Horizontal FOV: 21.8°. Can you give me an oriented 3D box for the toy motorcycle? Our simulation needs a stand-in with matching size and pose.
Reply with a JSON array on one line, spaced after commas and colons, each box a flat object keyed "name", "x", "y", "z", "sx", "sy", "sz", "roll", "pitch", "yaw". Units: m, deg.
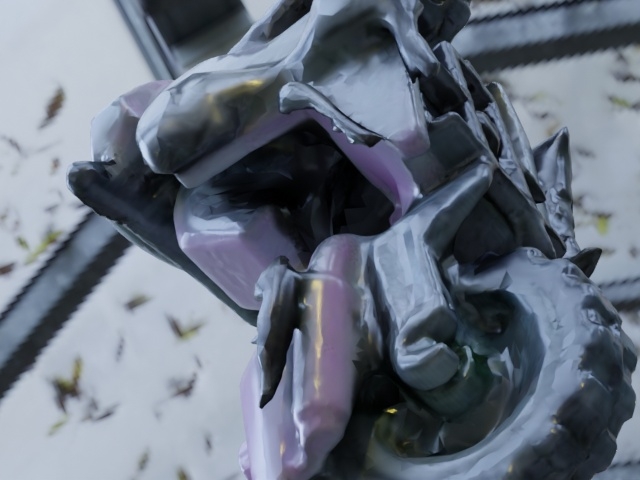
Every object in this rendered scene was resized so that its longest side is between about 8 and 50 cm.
[{"name": "toy motorcycle", "x": 0.000, "y": 0.000, "z": 0.604, "sx": 0.188, "sy": 0.327, "sz": 0.143, "roll": -33, "pitch": -54, "yaw": 17}]
